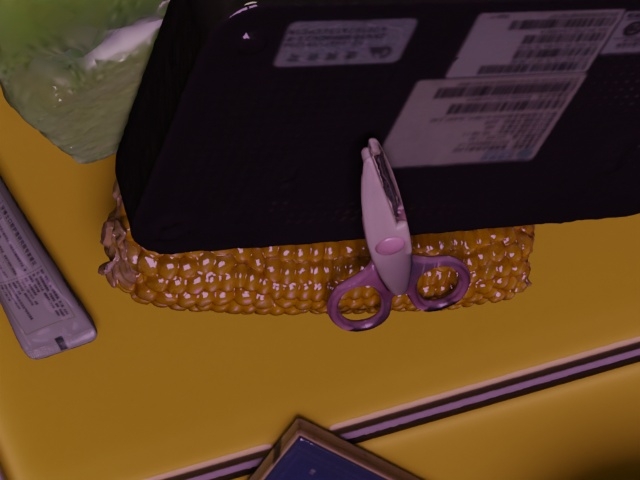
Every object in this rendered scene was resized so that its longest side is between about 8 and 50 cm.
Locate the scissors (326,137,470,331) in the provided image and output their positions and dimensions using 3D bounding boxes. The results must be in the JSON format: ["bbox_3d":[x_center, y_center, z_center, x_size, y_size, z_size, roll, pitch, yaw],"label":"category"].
[{"bbox_3d":[0.037,-0.001,1.048,0.085,0.022,0.176,-14,147,1],"label":"scissors"}]

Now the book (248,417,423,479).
[{"bbox_3d":[-0.014,0.261,1.309,0.191,0.025,0.269,29,111,-22],"label":"book"}]

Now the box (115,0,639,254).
[{"bbox_3d":[0.075,-0.080,1.022,0.350,0.058,0.211,-5,146,-24],"label":"box"}]

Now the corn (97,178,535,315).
[{"bbox_3d":[-0.001,0.001,1.132,0.260,0.091,0.091,3,88,-11],"label":"corn"}]

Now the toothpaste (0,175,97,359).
[{"bbox_3d":[-0.193,-0.008,1.134,0.048,0.029,0.197,-21,122,6],"label":"toothpaste"}]

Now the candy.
[{"bbox_3d":[-0.029,-0.171,1.017,0.344,0.142,0.132,-26,147,7],"label":"candy"}]
